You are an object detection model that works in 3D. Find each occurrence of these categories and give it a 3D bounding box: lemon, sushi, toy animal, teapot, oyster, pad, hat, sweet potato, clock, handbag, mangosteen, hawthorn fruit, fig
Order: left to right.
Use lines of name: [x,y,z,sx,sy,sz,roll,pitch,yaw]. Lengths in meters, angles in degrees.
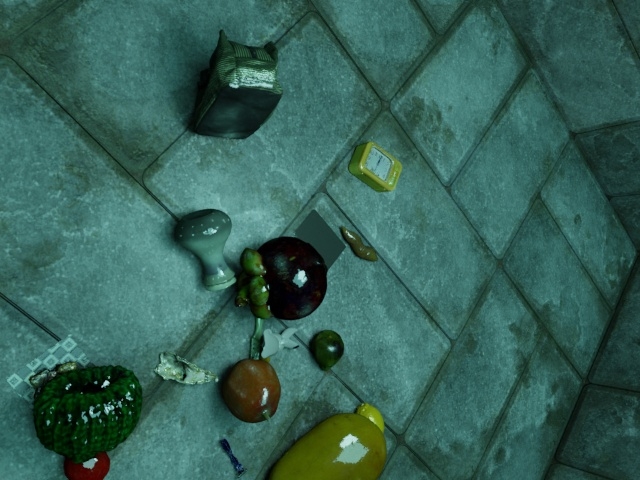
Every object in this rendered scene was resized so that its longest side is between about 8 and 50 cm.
sushi: [-0.750,0.379,1.531,0.201,0.031,0.139,-40,109,-29]
hat: [-0.642,0.528,1.515,0.274,0.242,0.332,1,111,-18]
oyster: [-0.437,0.423,1.744,0.106,0.061,0.200,-48,112,-7]
teapot: [-0.357,0.030,1.748,0.184,0.184,0.250,-28,116,-32]
handbag: [-0.270,-0.496,1.744,0.247,0.341,0.240,2,68,-30]
hawthorn fruit: [-0.209,0.505,1.764,0.200,0.251,0.199,-13,117,-26]
toy animal: [-0.149,0.372,1.905,0.127,0.182,0.130,-1,84,6]
mangosteen: [-0.123,0.133,1.823,0.311,0.311,0.311,2,86,-34]
pad: [0.000,0.000,2.084,0.211,0.003,0.143,50,62,-22]
fig: [0.025,0.419,2.032,0.123,0.123,0.156,-14,134,-34]
sweet potato: [0.151,0.021,2.159,0.218,0.051,0.065,41,70,-25]
lemon: [0.189,0.708,2.114,0.114,0.114,0.155,-13,84,-34]
clock: [0.225,-0.296,2.201,0.202,0.096,0.143,30,75,-29]

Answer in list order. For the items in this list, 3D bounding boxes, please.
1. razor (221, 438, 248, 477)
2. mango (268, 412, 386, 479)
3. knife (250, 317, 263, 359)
razor: [-0.298,0.728,1.826,0.044,0.028,0.154,-35,108,-31]
mango: [0.030,0.799,1.926,0.446,0.232,0.300,-23,101,-19]
knife: [-0.225,0.338,1.903,0.043,0.020,0.292,9,84,-36]
